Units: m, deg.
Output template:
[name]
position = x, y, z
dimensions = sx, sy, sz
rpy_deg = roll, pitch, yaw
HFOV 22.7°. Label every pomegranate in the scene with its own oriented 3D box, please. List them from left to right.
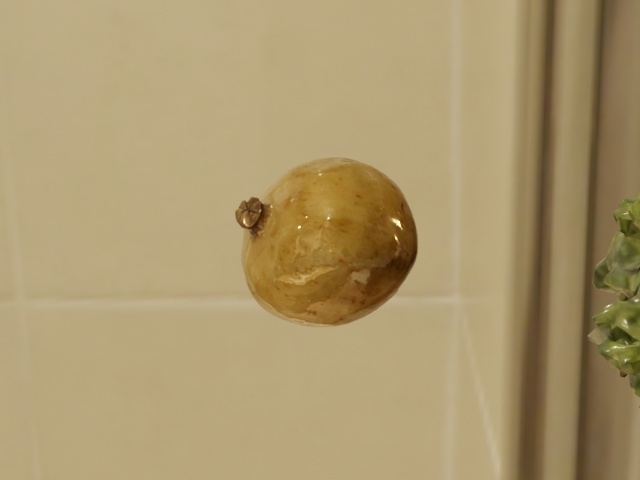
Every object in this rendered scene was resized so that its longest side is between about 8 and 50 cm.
[pomegranate]
position = 0.000, 0.000, 1.620
dimensions = 0.196, 0.196, 0.196
rpy_deg = -1, 21, 0

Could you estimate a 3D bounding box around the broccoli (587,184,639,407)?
[broccoli]
position = 0.336, 0.084, 0.691
dimensions = 0.353, 0.397, 0.274
rpy_deg = 30, 49, -14
